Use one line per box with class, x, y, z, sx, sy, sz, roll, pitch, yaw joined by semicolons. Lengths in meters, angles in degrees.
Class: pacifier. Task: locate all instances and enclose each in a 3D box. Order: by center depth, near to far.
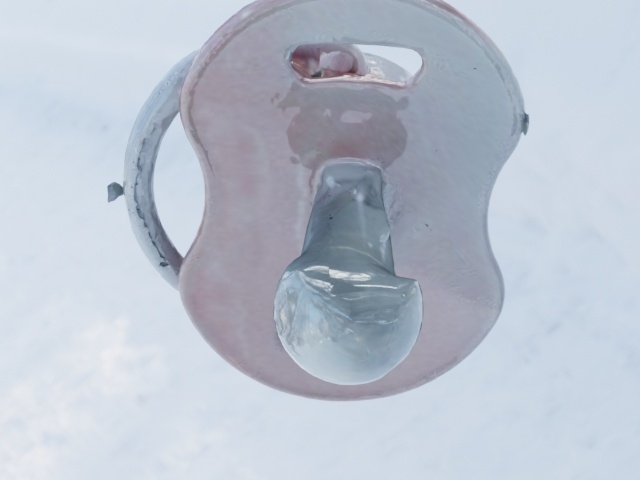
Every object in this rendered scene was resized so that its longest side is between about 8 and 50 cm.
pacifier;0.017;-0.014;1.207;0.220;0.332;0.273;-18;37;-32
